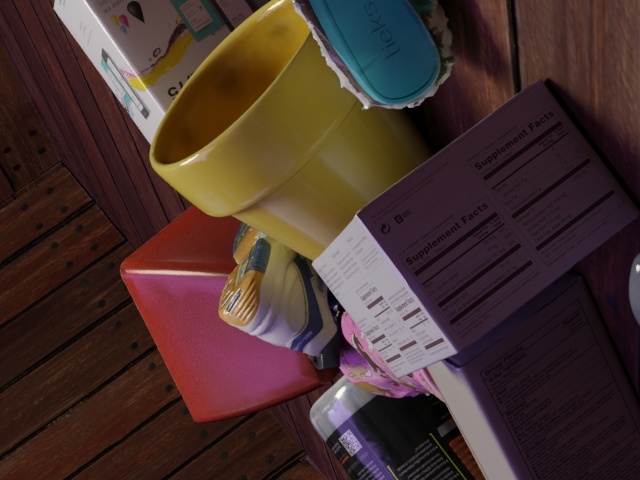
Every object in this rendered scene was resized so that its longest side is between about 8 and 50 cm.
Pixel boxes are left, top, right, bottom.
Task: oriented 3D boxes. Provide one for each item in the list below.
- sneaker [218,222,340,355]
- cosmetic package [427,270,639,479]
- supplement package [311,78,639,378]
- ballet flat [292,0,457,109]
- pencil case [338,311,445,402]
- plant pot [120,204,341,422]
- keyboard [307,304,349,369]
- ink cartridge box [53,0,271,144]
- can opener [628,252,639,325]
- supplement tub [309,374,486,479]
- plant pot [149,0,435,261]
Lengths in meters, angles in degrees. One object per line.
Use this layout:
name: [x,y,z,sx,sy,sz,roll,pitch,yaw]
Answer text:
sneaker: [-0.026,0.022,1.789,0.131,0.296,0.112,30,127,-12]
cosmetic package: [0.233,0.181,1.631,0.113,0.160,0.309,34,155,59]
supplement package: [0.129,-0.002,1.424,0.145,0.204,0.262,53,168,2]
ballet flat: [-0.011,-0.295,1.371,0.147,0.147,0.409,32,154,60]
pencil case: [0.126,0.111,1.853,0.167,0.160,0.386,17,173,-12]
plant pot: [-0.061,0.076,2.168,0.235,0.267,0.267,-2,121,44]
keyboard: [0.000,0.000,1.945,0.201,0.033,0.317,178,89,-76]
ink cartridge box: [-0.153,-0.237,1.868,0.270,0.198,0.197,54,167,-2]
can opener: [0.309,0.086,1.278,0.074,0.093,0.280,36,162,54]
supplement tub: [0.159,0.302,2.111,0.338,0.207,0.207,53,168,11]
plant pot: [-0.007,-0.095,1.649,0.239,0.254,0.254,42,173,-21]
